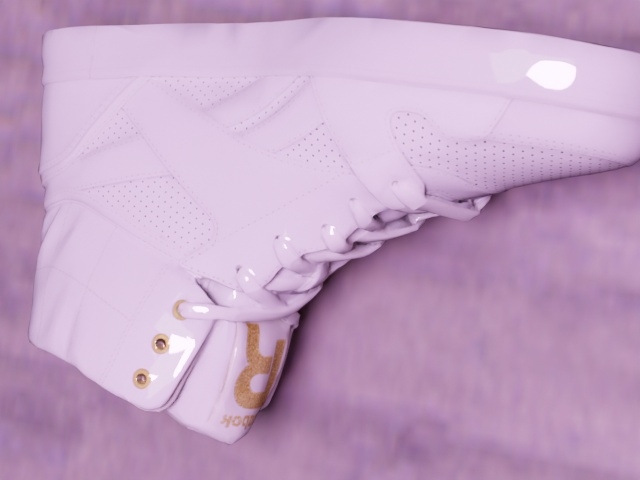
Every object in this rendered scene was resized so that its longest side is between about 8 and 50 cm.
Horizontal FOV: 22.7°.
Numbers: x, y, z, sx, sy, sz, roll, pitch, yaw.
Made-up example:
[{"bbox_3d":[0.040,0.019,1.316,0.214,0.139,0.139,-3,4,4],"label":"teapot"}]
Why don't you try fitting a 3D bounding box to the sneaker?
[{"bbox_3d":[0.000,0.000,0.637,0.292,0.108,0.169,3,86,37],"label":"sneaker"}]
